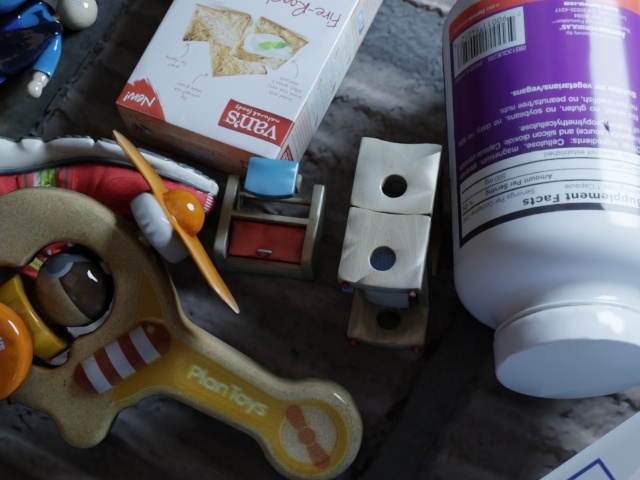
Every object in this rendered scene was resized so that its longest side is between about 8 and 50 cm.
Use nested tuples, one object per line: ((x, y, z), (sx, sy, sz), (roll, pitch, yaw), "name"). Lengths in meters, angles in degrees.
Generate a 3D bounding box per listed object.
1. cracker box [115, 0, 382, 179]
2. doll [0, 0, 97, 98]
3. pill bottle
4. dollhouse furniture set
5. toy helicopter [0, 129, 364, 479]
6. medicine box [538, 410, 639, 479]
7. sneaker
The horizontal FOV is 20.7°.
((-0.056, -0.173, 1.540), (0.156, 0.067, 0.232), (20, 69, 16), "cracker box")
((-0.285, -0.171, 1.576), (0.189, 0.046, 0.129), (-28, 55, -14), "doll")
((0.192, -0.047, 1.388), (0.181, 0.181, 0.323), (-3, 65, 5), "pill bottle")
((0.000, 0.000, 1.415), (0.183, 0.129, 0.129), (6, 65, 8), "dollhouse furniture set")
((-0.119, 0.070, 1.381), (0.355, 0.140, 0.235), (28, 94, 1), "toy helicopter")
((0.247, 0.220, 1.187), (0.289, 0.263, 0.149), (-33, 64, -1), "medicine box")
((-0.221, -0.024, 1.486), (0.279, 0.107, 0.118), (2, 83, 11), "sneaker")
